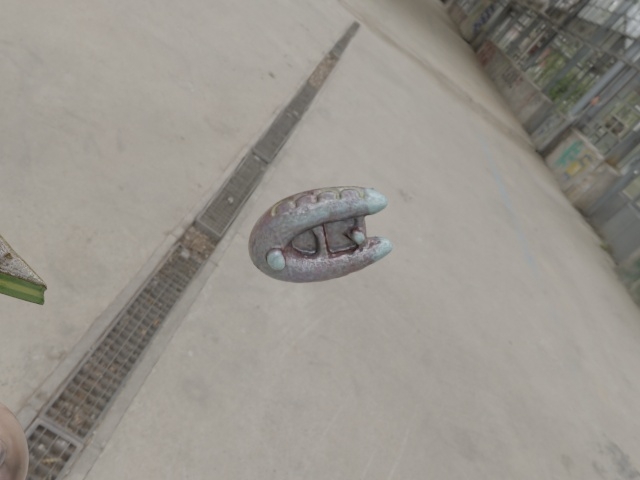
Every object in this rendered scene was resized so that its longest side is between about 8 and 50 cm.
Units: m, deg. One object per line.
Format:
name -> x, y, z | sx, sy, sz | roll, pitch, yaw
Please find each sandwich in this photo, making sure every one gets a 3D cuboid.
sandwich -> -0.456, 0.035, 0.881 | 0.116, 0.074, 0.074 | 22, 51, -19

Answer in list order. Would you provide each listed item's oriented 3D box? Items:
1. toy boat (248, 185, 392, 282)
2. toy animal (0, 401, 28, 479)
toy boat -> 0.000, 0.000, 0.918 | 0.227, 0.155, 0.085 | -10, 30, -2
toy animal -> -0.465, 0.323, 0.735 | 0.210, 0.221, 0.229 | 20, 50, 41
